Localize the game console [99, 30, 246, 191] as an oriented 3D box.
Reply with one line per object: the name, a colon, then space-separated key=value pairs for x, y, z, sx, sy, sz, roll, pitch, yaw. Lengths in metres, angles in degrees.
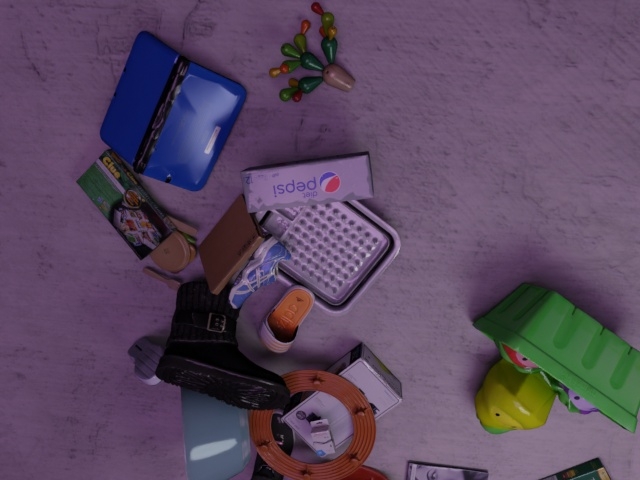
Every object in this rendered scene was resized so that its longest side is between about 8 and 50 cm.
game console: x=-0.361 y=-0.306 z=1.320 sx=0.250 sy=0.173 sz=0.293 roll=18 pitch=112 yaw=-32

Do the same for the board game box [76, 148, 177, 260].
board game box: x=-0.491 y=-0.089 z=1.380 sx=0.136 sy=0.030 sz=0.259 roll=-36 pitch=94 yaw=26

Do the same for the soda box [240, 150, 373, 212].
soda box: x=-0.027 y=-0.131 z=1.224 sx=0.286 sy=0.091 sz=0.098 roll=-7 pitch=104 yaw=8

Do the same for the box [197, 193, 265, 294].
box: x=-0.223 y=0.007 z=1.333 sx=0.021 sy=0.164 sz=0.201 roll=21 pitch=120 yaw=-41

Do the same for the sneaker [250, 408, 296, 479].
sneaker: x=-0.139 y=0.623 z=1.514 sx=0.105 sy=0.147 sz=0.295 roll=12 pitch=107 yaw=5

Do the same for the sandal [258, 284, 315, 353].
sandal: x=-0.101 y=0.215 z=1.386 sx=0.102 sy=0.076 sz=0.265 roll=30 pitch=129 yaw=1

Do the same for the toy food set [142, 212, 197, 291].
toy food set: x=-0.387 y=0.024 z=1.423 sx=0.132 sy=0.038 sz=0.192 roll=26 pitch=113 yaw=7

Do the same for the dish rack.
dish rack: x=0.000 y=0.000 z=1.346 sx=0.333 sy=0.072 sz=0.285 roll=36 pitch=107 yaw=-5

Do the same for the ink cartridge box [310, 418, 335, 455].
ink cartridge box: x=0.005 y=0.501 z=1.388 sx=0.048 sy=0.028 sz=0.083 roll=-14 pitch=102 yaw=9

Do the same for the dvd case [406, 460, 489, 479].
dvd case: x=0.353 y=0.710 z=1.548 sx=0.221 sy=0.018 sz=0.164 roll=5 pitch=108 yaw=5

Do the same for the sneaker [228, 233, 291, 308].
sneaker: x=-0.151 y=0.088 z=1.313 sx=0.081 sy=0.080 sz=0.211 roll=34 pitch=108 yaw=-3

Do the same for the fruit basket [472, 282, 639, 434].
fruit basket: x=0.521 y=0.333 z=1.302 sx=0.392 sy=0.283 sz=0.392 roll=0 pitch=92 yaw=-3

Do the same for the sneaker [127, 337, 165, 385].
sneaker: x=-0.431 y=0.325 z=1.427 sx=0.094 sy=0.258 sz=0.091 roll=-44 pitch=114 yaw=-14

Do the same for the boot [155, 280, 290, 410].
boot: x=-0.220 y=0.258 z=1.372 sx=0.348 sy=0.260 sz=0.131 roll=24 pitch=136 yaw=-16

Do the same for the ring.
ring: x=-0.023 y=0.493 z=1.420 sx=0.337 sy=0.032 sz=0.336 roll=1 pitch=104 yaw=5

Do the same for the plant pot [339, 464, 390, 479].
plant pot: x=0.075 y=0.815 z=1.500 sx=0.272 sy=0.272 sz=0.265 roll=12 pitch=116 yaw=3

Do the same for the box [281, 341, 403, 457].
box: x=0.059 y=0.429 z=1.461 sx=0.290 sy=0.087 sz=0.169 roll=-42 pitch=98 yaw=17

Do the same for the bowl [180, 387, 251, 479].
bowl: x=-0.273 y=0.500 z=1.437 sx=0.163 sy=0.311 sz=0.311 roll=-5 pitch=107 yaw=-11

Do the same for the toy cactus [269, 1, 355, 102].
toy cactus: x=-0.004 y=-0.395 z=1.220 sx=0.180 sy=0.112 sz=0.219 roll=27 pitch=100 yaw=-12

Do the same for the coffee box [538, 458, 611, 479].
coffee box: x=0.699 y=0.677 z=1.484 sx=0.184 sy=0.040 sz=0.113 roll=-27 pitch=102 yaw=14
